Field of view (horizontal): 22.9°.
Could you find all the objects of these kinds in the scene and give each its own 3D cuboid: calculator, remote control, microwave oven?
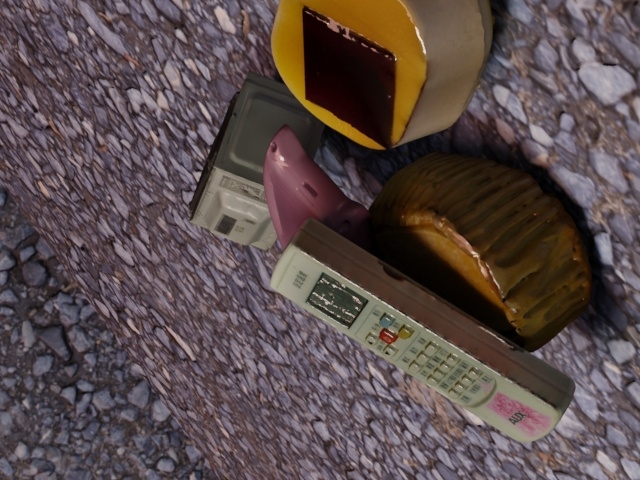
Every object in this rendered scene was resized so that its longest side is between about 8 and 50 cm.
[{"bbox_3d":[-0.001,0.001,1.809,0.194,0.043,0.294,47,162,24],"label":"calculator"},{"bbox_3d":[0.107,0.101,1.690,0.344,0.050,0.145,32,156,2],"label":"remote control"},{"bbox_3d":[-0.082,-0.095,1.995,0.122,0.162,0.208,21,158,-5],"label":"microwave oven"}]

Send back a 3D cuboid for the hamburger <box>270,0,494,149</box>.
[{"bbox_3d":[0.066,-0.220,1.573,0.227,0.151,0.295,42,151,10],"label":"hamburger"}]

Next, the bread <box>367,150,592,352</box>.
[{"bbox_3d":[0.171,0.013,1.727,0.253,0.142,0.227,6,129,57],"label":"bread"}]
